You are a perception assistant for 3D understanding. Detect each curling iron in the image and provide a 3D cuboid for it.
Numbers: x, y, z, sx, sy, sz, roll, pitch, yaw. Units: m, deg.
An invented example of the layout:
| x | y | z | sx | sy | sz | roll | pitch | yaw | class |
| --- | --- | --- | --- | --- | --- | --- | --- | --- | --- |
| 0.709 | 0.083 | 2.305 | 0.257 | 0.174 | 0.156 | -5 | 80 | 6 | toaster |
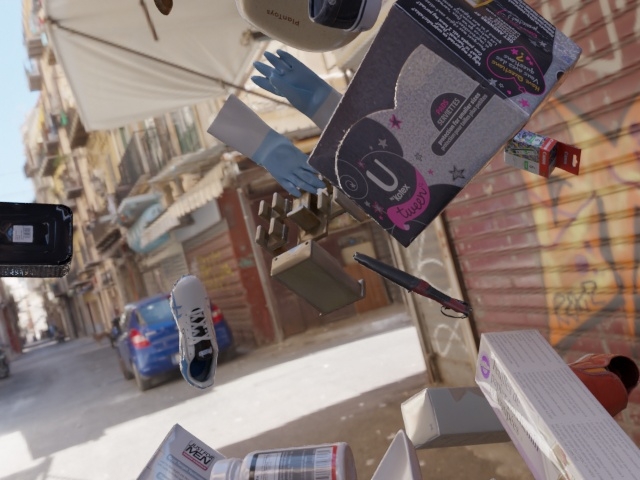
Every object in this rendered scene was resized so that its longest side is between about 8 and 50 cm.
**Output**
| x | y | z | sx | sy | sz | roll | pitch | yaw | class |
| --- | --- | --- | --- | --- | --- | --- | --- | --- | --- |
| 0.176 | 0.090 | 1.246 | 0.274 | 0.035 | 0.068 | 26 | -21 | -21 | curling iron |

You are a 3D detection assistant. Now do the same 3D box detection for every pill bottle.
| x | y | z | sx | sy | sz | roll | pitch | yaw | class |
| --- | --- | --- | --- | --- | --- | --- | --- | --- | --- |
| -0.073 | 0.513 | 1.353 | 0.283 | 0.161 | 0.161 | -9 | 0 | 11 | pill bottle |

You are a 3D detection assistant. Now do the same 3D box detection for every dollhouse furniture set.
| x | y | z | sx | sy | sz | roll | pitch | yaw | class |
| --- | --- | --- | --- | --- | --- | --- | --- | --- | --- |
| 0.000 | 0.000 | 1.308 | 0.212 | 0.242 | 0.161 | -27 | -50 | 30 | dollhouse furniture set |

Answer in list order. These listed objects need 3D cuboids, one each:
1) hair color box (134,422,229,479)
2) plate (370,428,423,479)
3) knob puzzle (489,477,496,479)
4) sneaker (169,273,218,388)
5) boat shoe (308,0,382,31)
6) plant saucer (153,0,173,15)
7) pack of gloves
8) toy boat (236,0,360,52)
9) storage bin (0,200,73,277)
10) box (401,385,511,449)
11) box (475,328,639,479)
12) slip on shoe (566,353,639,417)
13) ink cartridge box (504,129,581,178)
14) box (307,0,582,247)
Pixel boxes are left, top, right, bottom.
| x | y | z | sx | sy | sz | roll | pitch | yaw | class |
| --- | --- | --- | --- | --- | --- | --- | --- | --- | --- |
| -0.399 | 0.666 | 1.620 | 0.374 | 0.185 | 0.113 | -55 | 2 | -23 | hair color box |
| 0.089 | 0.438 | 0.840 | 0.045 | 0.278 | 0.277 | 17 | 24 | -12 | plate |
| 0.239 | 0.503 | 1.135 | 0.213 | 0.213 | 0.030 | -15 | 33 | -14 | knob puzzle |
| -0.240 | 0.180 | 1.285 | 0.085 | 0.237 | 0.086 | -17 | 24 | -35 | sneaker |
| 0.030 | -0.433 | 0.855 | 0.102 | 0.301 | 0.108 | -2 | 16 | -28 | boat shoe |
| -0.391 | -0.606 | 1.631 | 0.015 | 0.083 | 0.083 | -8 | 2 | 20 | plant saucer |
| -0.054 | -0.197 | 1.116 | 0.195 | 0.232 | 0.046 | -53 | 2 | 11 | pack of gloves |
| -0.018 | -0.505 | 1.217 | 0.318 | 0.267 | 0.148 | 114 | -179 | -55 | toy boat |
| -0.558 | 0.000 | 1.213 | 0.180 | 0.122 | 0.084 | 2 | -21 | -23 | storage bin |
| 0.379 | 0.450 | 1.668 | 0.311 | 0.121 | 0.148 | 5 | -32 | -26 | box |
| 0.219 | 0.183 | 0.549 | 0.067 | 0.063 | 0.324 | -3 | 23 | -8 | box |
| 0.478 | 0.269 | 1.148 | 0.101 | 0.123 | 0.331 | -22 | -6 | 39 | slip on shoe |
| 0.345 | -0.132 | 1.021 | 0.115 | 0.063 | 0.029 | 27 | 64 | 32 | ink cartridge box |
| 0.118 | -0.134 | 0.692 | 0.142 | 0.163 | 0.247 | -46 | -5 | -34 | box |
